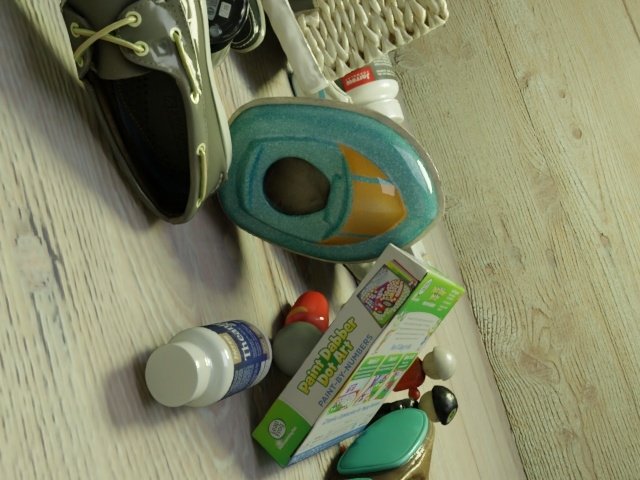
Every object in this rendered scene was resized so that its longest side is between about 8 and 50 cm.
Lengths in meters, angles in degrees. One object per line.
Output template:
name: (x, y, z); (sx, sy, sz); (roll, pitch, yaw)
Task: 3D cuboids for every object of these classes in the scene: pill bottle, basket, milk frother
pill bottle: (-0.096, 0.107, 0.509); (0.120, 0.067, 0.067); (6, 67, -70)
basket: (0.007, -0.471, 0.964); (0.331, 0.266, 0.328); (-101, 165, -60)
pill bottle: (0.091, -0.397, 1.388); (0.161, 0.161, 0.283); (-3, 74, -71)
milk frother: (-0.166, -0.237, 0.623); (0.143, 0.129, 0.135); (35, -8, -15)

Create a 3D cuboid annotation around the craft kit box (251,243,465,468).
craft kit box: (0.061, 0.133, 0.684); (0.061, 0.246, 0.250); (40, 7, 23)

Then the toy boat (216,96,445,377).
toy boat: (0.000, 0.000, 0.678); (0.148, 0.268, 0.318); (-70, 169, -67)

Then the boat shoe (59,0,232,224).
boat shoe: (-0.149, -0.151, 0.486); (0.091, 0.109, 0.305); (-78, 161, -49)

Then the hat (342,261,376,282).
hat: (0.065, -0.089, 0.918); (0.331, 0.134, 0.331); (40, 25, -23)

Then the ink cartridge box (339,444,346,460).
ink cartridge box: (0.070, 0.376, 0.752); (0.145, 0.045, 0.179); (-60, 130, -67)

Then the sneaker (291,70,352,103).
sneaker: (0.023, -0.239, 1.148); (0.087, 0.092, 0.228); (-55, 125, -70)

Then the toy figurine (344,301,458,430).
toy figurine: (0.127, 0.183, 0.937); (0.209, 0.148, 0.213); (68, 19, -9)

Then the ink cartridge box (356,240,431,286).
ink cartridge box: (0.145, 0.060, 1.144); (0.127, 0.128, 0.176); (-58, 127, -67)

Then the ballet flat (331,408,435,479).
ballet flat: (0.065, 0.315, 0.680); (0.342, 0.116, 0.124); (-15, 90, -67)

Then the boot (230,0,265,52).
boot: (-0.170, -0.354, 0.731); (0.236, 0.085, 0.178); (64, 21, -1)
